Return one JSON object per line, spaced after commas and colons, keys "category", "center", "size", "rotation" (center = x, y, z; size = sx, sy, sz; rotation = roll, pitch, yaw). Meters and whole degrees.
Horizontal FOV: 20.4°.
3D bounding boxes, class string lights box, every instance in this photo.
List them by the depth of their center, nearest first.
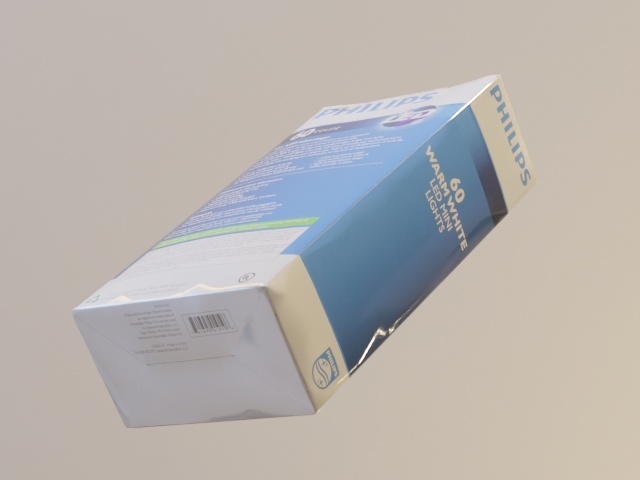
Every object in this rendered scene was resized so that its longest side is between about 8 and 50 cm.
{"category": "string lights box", "center": [0.000, 0.000, 0.975], "size": [0.133, 0.260, 0.076], "rotation": [-8, -68, 38]}
